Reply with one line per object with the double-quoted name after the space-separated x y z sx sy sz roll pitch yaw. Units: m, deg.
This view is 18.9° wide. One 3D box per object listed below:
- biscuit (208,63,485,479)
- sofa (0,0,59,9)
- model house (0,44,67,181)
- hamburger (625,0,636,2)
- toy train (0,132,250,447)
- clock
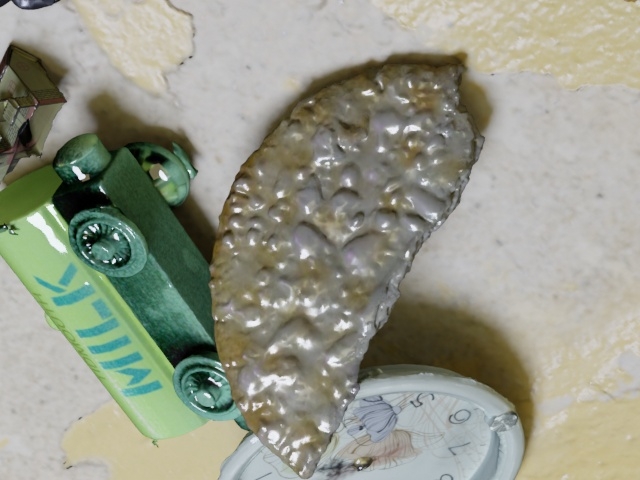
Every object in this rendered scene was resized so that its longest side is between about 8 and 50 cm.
0.000 0.000 1.271 0.141 0.038 0.289 27 95 10 "biscuit"
-0.283 -0.244 1.167 0.258 0.182 0.200 -11 138 17 "sofa"
-0.218 -0.082 1.302 0.058 0.057 0.083 50 130 24 "model house"
0.222 -0.244 1.017 0.211 0.245 0.260 14 87 11 "hamburger"
-0.133 0.039 1.350 0.157 0.105 0.253 -16 121 33 "toy train"
0.031 0.159 1.392 0.236 0.053 0.236 -10 140 -8 "clock"
